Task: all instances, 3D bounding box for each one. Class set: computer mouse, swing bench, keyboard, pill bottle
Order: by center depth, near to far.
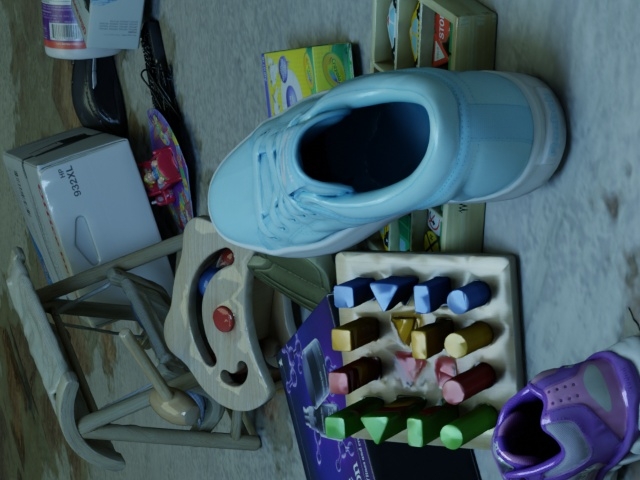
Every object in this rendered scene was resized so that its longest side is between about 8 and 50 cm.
[{"bbox_3d":[-0.222,0.129,2.139,0.253,0.255,0.165,-120,30,-47],"label":"swing bench"},{"bbox_3d":[-0.213,-0.189,2.314,0.100,0.038,0.192,142,117,-67],"label":"keyboard"},{"bbox_3d":[-0.326,-0.348,2.454,0.108,0.108,0.193,-146,52,-64],"label":"pill bottle"},{"bbox_3d":[-0.342,-0.244,2.609,0.184,0.060,0.262,152,109,-68],"label":"computer mouse"}]

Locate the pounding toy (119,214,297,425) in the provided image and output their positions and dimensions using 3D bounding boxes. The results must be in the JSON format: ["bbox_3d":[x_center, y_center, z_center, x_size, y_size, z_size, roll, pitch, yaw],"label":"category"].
[{"bbox_3d":[-0.103,0.098,1.902,0.154,0.155,0.269,29,119,30],"label":"pounding toy"}]

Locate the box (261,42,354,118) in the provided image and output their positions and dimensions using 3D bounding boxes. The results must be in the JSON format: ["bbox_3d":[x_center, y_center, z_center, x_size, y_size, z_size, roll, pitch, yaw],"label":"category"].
[{"bbox_3d":[-0.007,-0.137,1.766,0.179,0.043,0.105,-174,77,-68],"label":"box"}]

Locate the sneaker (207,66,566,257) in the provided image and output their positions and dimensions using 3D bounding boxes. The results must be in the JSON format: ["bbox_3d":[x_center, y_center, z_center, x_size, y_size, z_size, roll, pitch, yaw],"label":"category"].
[{"bbox_3d":[0.008,-0.070,1.419,0.366,0.150,0.135,-18,74,45],"label":"sneaker"}]

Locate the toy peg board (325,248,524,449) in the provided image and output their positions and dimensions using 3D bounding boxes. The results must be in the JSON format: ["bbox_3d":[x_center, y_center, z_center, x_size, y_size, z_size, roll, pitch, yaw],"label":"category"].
[{"bbox_3d":[0.074,0.095,1.462,0.161,0.079,0.160,1,101,31],"label":"toy peg board"}]

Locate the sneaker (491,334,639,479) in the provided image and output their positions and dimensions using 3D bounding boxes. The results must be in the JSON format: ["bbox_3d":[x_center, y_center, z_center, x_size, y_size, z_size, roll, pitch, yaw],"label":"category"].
[{"bbox_3d":[0.166,0.153,1.317,0.236,0.105,0.095,109,145,-53],"label":"sneaker"}]

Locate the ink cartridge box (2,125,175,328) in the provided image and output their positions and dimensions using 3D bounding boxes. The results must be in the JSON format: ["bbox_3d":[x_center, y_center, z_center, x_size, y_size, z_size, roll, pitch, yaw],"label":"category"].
[{"bbox_3d":[-0.311,-0.025,2.426,0.307,0.129,0.223,-160,51,-71],"label":"ink cartridge box"}]

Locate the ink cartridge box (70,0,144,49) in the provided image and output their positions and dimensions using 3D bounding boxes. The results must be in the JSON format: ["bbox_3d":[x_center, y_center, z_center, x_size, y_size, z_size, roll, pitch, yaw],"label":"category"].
[{"bbox_3d":[-0.268,-0.348,2.318,0.127,0.072,0.175,-117,32,-52],"label":"ink cartridge box"}]

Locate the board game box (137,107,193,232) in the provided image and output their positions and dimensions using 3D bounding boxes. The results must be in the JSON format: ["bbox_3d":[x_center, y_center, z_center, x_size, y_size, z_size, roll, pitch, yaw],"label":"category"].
[{"bbox_3d":[-0.202,-0.081,2.287,0.133,0.033,0.168,52,154,45],"label":"board game box"}]

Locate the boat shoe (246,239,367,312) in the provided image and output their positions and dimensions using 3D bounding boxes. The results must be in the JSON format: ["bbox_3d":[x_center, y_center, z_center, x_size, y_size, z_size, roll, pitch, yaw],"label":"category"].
[{"bbox_3d":[0.000,0.000,1.713,0.103,0.113,0.302,-60,-2,-12],"label":"boat shoe"}]

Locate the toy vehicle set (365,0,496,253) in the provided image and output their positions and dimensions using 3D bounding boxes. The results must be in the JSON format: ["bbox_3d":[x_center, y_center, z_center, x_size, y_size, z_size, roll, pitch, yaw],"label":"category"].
[{"bbox_3d":[0.089,-0.087,1.532,0.166,0.035,0.266,-134,41,-58],"label":"toy vehicle set"}]

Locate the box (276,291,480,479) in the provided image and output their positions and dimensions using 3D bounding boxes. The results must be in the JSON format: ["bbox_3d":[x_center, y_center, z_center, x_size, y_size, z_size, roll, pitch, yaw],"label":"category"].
[{"bbox_3d":[0.055,0.191,1.642,0.184,0.103,0.261,123,136,-64],"label":"box"}]
